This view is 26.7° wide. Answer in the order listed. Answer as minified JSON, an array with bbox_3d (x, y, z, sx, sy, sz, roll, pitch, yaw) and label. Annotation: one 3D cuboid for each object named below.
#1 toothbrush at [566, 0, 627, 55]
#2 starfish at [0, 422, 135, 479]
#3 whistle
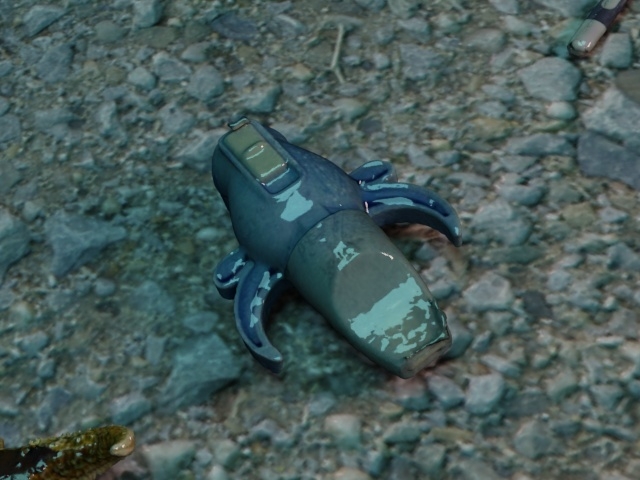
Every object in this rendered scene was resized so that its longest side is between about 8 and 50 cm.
[{"bbox_3d":[0.290,-0.255,1.144,0.024,0.026,0.288,24,62,34],"label":"toothbrush"},{"bbox_3d":[-0.230,0.184,0.918,0.238,0.071,0.216,-30,55,4],"label":"starfish"},{"bbox_3d":[0.000,0.000,0.988,0.180,0.093,0.269,-33,57,-11],"label":"whistle"}]
